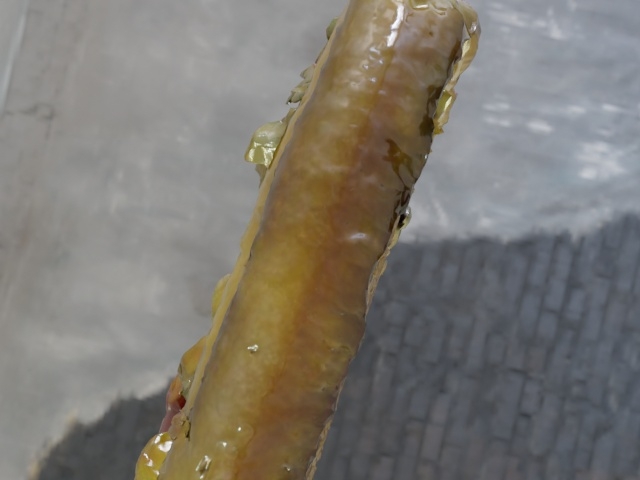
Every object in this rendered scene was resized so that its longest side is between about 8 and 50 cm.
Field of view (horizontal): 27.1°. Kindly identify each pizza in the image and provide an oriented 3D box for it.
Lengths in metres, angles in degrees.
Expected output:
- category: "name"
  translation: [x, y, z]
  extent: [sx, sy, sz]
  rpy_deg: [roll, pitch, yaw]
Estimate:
- category: "pizza"
  translation: [0.000, 0.000, 0.540]
  extent: [0.288, 0.074, 0.251]
  rpy_deg: [-68, 0, -65]
